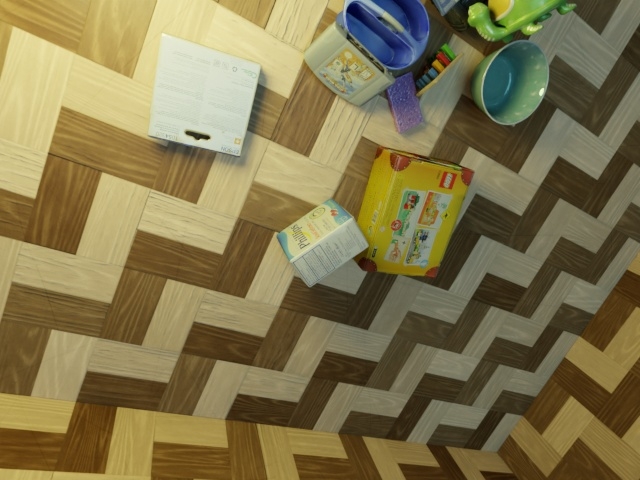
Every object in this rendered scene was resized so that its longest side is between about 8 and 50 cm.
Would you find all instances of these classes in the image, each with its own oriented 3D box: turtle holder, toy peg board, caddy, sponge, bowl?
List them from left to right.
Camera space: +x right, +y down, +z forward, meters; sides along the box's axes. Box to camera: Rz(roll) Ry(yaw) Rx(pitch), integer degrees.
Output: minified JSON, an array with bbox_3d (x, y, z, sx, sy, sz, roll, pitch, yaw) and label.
[{"bbox_3d":[0.218,-0.752,1.415,0.341,0.179,0.241,25,102,-26],"label":"caddy"},{"bbox_3d":[0.333,-0.549,1.627,0.117,0.031,0.210,-27,118,-7],"label":"sponge"},{"bbox_3d":[0.428,-0.648,1.541,0.079,0.161,0.161,45,81,-8],"label":"toy peg board"},{"bbox_3d":[0.735,-0.638,1.649,0.311,0.163,0.312,-8,116,-16],"label":"bowl"},{"bbox_3d":[0.676,-0.826,1.407,0.320,0.243,0.228,-22,110,29],"label":"turtle holder"}]

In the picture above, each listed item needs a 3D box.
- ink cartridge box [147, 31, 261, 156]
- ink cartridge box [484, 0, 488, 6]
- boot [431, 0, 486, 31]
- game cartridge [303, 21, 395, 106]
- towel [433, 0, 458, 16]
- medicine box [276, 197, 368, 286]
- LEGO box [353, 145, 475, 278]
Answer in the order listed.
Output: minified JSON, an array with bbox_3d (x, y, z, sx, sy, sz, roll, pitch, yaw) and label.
[{"bbox_3d":[-0.398,-0.483,1.390,0.323,0.071,0.330,10,113,-23],"label":"ink cartridge box"},{"bbox_3d":[0.705,-0.911,1.550,0.181,0.104,0.062,-36,119,0],"label":"ink cartridge box"},{"bbox_3d":[0.543,-1.040,1.413,0.367,0.146,0.445,31,103,-36],"label":"boot"},{"bbox_3d":[0.096,-0.604,1.440,0.297,0.062,0.198,30,144,-29],"label":"game cartridge"},{"bbox_3d":[0.447,-0.925,1.334,0.285,0.034,0.209,-48,121,3],"label":"towel"},{"bbox_3d":[0.000,0.000,1.626,0.289,0.263,0.149,-34,119,-2],"label":"medicine box"},{"bbox_3d":[0.375,-0.110,1.744,0.372,0.193,0.501,7,110,-21],"label":"LEGO box"}]
